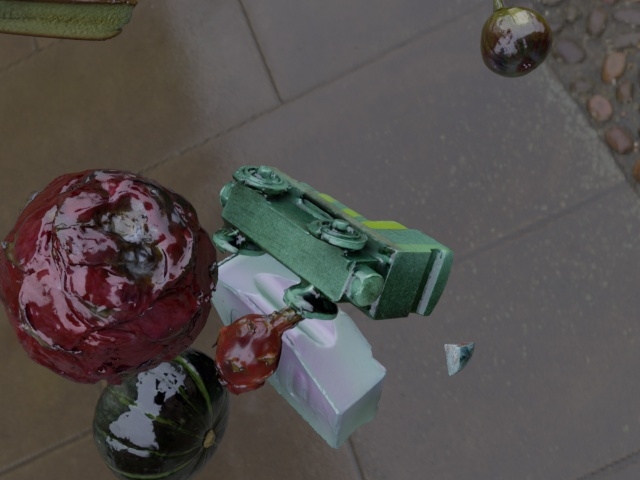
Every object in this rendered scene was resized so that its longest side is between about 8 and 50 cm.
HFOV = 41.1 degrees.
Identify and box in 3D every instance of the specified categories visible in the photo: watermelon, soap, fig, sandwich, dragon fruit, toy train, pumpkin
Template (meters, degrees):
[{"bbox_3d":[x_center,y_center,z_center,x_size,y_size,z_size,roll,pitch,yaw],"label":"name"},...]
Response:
[{"bbox_3d":[0.268,0.219,1.682,0.061,0.085,0.085,27,75,28],"label":"watermelon"},{"bbox_3d":[-0.060,0.214,1.876,0.156,0.261,0.446,-34,61,-26],"label":"soap"},{"bbox_3d":[0.393,-0.460,1.783,0.149,0.149,0.245,-16,65,12],"label":"fig"},{"bbox_3d":[-0.415,-0.364,1.301,0.096,0.258,0.094,58,132,25],"label":"sandwich"},{"bbox_3d":[-0.104,0.181,1.581,0.246,0.125,0.125,-40,36,17],"label":"dragon fruit"},{"bbox_3d":[-0.300,0.046,1.217,0.329,0.329,0.329,-9,61,16],"label":"dragon fruit"},{"bbox_3d":[0.000,-0.001,0.722,0.200,0.132,0.083,38,117,43],"label":"toy train"},{"bbox_3d":[-0.334,0.382,1.844,0.241,0.323,0.323,20,72,28],"label":"pumpkin"}]
